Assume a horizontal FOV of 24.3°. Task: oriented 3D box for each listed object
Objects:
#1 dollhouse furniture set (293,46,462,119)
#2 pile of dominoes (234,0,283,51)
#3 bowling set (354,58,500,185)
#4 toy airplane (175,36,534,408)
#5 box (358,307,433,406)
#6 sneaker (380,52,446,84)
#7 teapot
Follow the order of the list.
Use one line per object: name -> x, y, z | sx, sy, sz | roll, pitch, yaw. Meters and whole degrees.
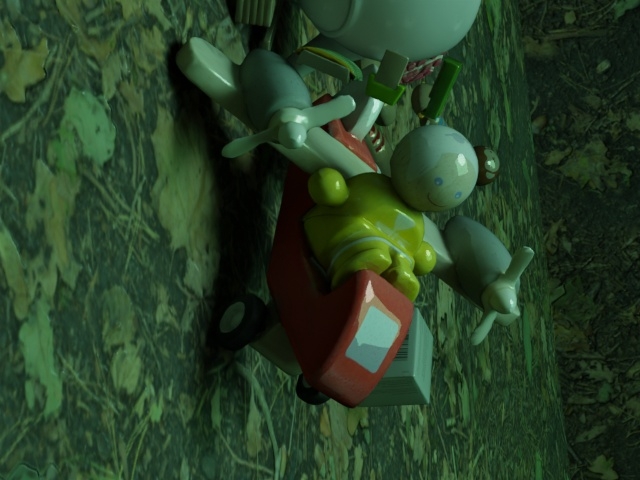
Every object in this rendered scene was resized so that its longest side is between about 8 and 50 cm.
dollhouse furniture set -> 0.055, -0.172, 1.435 | 0.076, 0.152, 0.058 | -40, 153, -74
pile of dominoes -> -0.052, -0.339, 1.641 | 0.251, 0.040, 0.196 | -79, 179, -46
bowling set -> 0.129, -0.138, 1.975 | 0.154, 0.200, 0.287 | 63, 24, -50
toy airplane -> 0.049, -0.049, 1.524 | 0.386, 0.272, 0.384 | -16, 79, -55
box -> 0.086, 0.152, 1.917 | 0.087, 0.102, 0.101 | 58, 32, -54
sneaker -> 0.113, -0.361, 2.108 | 0.112, 0.121, 0.299 | -123, -157, -54
teapot -> 0.050, -0.310, 1.630 | 0.252, 0.187, 0.256 | 3, -76, 65
